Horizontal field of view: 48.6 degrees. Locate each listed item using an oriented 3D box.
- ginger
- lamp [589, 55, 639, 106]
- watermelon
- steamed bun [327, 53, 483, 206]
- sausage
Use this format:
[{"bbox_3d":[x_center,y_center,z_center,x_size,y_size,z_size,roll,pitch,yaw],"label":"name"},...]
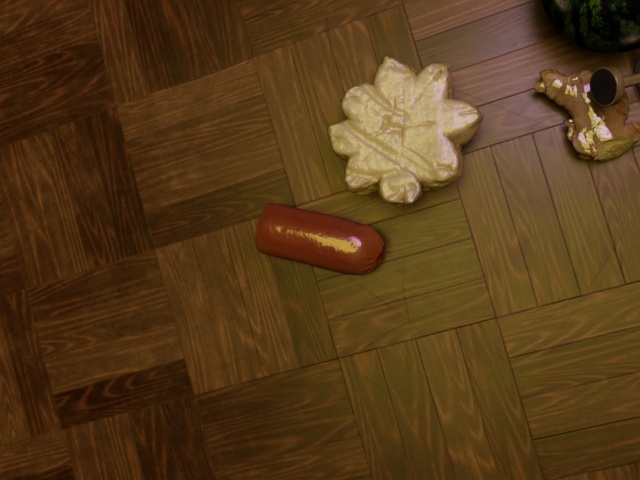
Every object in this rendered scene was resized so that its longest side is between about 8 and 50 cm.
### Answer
[{"bbox_3d":[0.510,-0.253,1.342,0.138,0.074,0.213,-30,79,1],"label":"ginger"},{"bbox_3d":[0.596,-0.293,1.272,0.215,0.121,0.121,-16,86,-17],"label":"lamp"},{"bbox_3d":[0.517,-0.460,1.246,0.269,0.269,0.268,0,90,12],"label":"watermelon"},{"bbox_3d":[0.169,-0.212,1.386,0.292,0.137,0.295,-18,81,13],"label":"steamed bun"},{"bbox_3d":[0.000,0.000,1.434,0.259,0.113,0.113,13,93,12],"label":"sausage"}]
